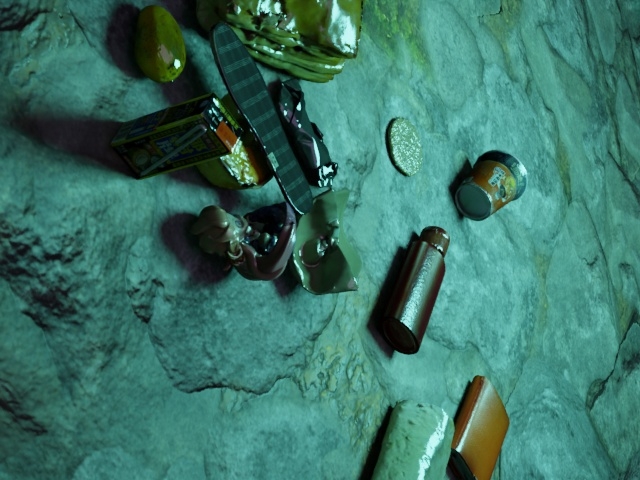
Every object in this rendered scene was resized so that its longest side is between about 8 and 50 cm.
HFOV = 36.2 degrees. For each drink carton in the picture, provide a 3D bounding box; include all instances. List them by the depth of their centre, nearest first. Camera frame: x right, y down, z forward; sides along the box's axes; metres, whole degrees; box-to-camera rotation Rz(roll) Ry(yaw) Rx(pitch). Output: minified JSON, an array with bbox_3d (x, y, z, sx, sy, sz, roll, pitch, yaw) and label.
[{"bbox_3d":[-0.188,-0.132,1.268,0.071,0.165,0.056,51,44,-33],"label":"drink carton"}]

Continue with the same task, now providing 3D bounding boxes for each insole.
[{"bbox_3d":[-0.084,-0.177,1.443,0.309,0.012,0.110,66,28,-13],"label":"insole"}]

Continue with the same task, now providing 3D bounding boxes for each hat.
[{"bbox_3d":[0.000,0.000,1.595,0.173,0.144,0.166,-160,-122,-80],"label":"hat"}]

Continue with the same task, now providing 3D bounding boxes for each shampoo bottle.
[{"bbox_3d":[0.180,0.080,1.803,0.102,0.064,0.260,54,42,-30],"label":"shampoo bottle"}]

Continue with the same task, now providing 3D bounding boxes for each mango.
[{"bbox_3d":[-0.224,-0.273,1.356,0.079,0.057,0.114,2,71,-50],"label":"mango"}]

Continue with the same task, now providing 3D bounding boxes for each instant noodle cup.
[{"bbox_3d":[0.351,-0.109,2.057,0.135,0.127,0.127,-39,113,-43],"label":"instant noodle cup"}]

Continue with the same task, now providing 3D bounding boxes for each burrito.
[{"bbox_3d":[0.145,0.417,1.633,0.143,0.105,0.299,57,39,-33],"label":"burrito"}]

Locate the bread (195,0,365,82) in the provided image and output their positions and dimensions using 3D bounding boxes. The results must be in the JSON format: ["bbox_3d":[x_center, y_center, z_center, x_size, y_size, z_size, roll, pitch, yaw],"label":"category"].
[{"bbox_3d":[-0.042,-0.414,1.546,0.324,0.167,0.277,23,63,-50],"label":"bread"}]

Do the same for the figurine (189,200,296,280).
[{"bbox_3d":[-0.111,0.002,1.404,0.157,0.126,0.114,-6,128,-31],"label":"figurine"}]

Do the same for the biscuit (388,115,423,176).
[{"bbox_3d":[0.165,-0.182,1.898,0.120,0.015,0.120,21,63,-50],"label":"biscuit"}]

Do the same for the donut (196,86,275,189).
[{"bbox_3d":[-0.123,-0.141,1.443,0.146,0.078,0.181,62,32,-23],"label":"donut"}]

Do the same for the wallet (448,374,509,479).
[{"bbox_3d":[0.309,0.383,1.916,0.142,0.045,0.204,59,39,-23],"label":"wallet"}]

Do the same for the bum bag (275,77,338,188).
[{"bbox_3d":[-0.018,-0.173,1.614,0.198,0.049,0.087,63,33,-20],"label":"bum bag"}]
